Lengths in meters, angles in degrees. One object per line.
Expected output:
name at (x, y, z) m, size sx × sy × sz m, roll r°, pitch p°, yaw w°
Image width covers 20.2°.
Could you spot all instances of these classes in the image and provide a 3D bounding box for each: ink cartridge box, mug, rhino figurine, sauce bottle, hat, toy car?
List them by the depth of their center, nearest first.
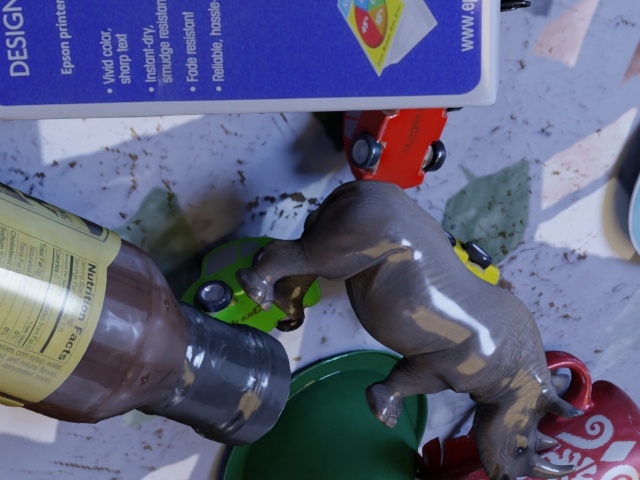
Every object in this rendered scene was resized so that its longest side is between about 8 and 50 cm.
ink cartridge box at (-0.072, -0.202, 0.793) m, size 0.307 × 0.072 × 0.304 m, roll -1°, pitch 120°, yaw 2°
sauce bottle at (-0.159, 0.033, 0.948) m, size 0.344 × 0.111 × 0.111 m, roll 27°, pitch 105°, yaw -42°
rhino figurine at (0.070, 0.062, 1.062) m, size 0.106 × 0.073 × 0.243 m, roll -44°, pitch 106°, yaw 8°
toy car at (0.000, 0.000, 1.117) m, size 0.225 × 0.053 × 0.239 m, roll -30°, pitch 138°, yaw -14°
hat at (0.049, 0.188, 1.217) m, size 0.173 × 0.183 × 0.208 m, roll -33°, pitch 139°, yaw -14°
mug at (0.160, 0.176, 1.383) m, size 0.169 × 0.150 × 0.113 m, roll -24°, pitch 173°, yaw -15°

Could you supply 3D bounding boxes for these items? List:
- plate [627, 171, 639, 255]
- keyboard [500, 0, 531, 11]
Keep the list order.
plate at (0.295, -0.061, 1.324) m, size 0.188 × 0.024 × 0.188 m, roll -22°, pitch 136°, yaw -22°
keyboard at (0.037, -0.134, 0.951) m, size 0.317 × 0.033 × 0.201 m, roll -21°, pitch 164°, yaw 9°
